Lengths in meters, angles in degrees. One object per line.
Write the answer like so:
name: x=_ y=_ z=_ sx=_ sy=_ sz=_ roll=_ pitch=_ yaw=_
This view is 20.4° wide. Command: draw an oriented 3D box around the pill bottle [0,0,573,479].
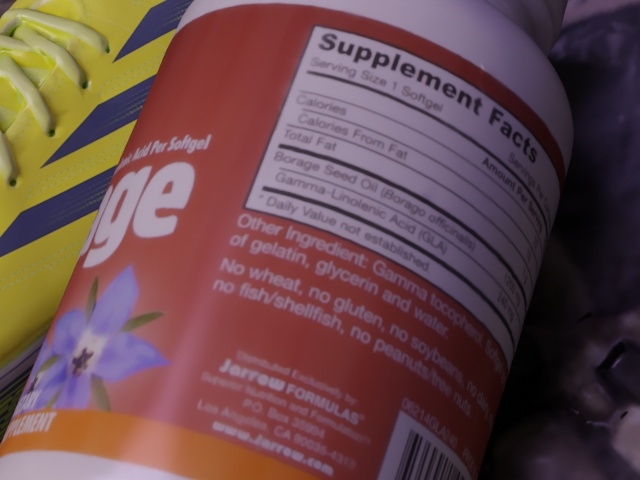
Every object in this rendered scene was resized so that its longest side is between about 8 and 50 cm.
pill bottle: x=0.000 y=0.000 z=0.494 sx=0.121 sy=0.121 sz=0.216 roll=-1 pitch=59 yaw=37

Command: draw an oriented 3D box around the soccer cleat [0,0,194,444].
soccer cleat: x=-0.116 y=-0.012 z=0.591 sx=0.093 sy=0.121 sz=0.289 roll=7 pitch=64 yaw=41
